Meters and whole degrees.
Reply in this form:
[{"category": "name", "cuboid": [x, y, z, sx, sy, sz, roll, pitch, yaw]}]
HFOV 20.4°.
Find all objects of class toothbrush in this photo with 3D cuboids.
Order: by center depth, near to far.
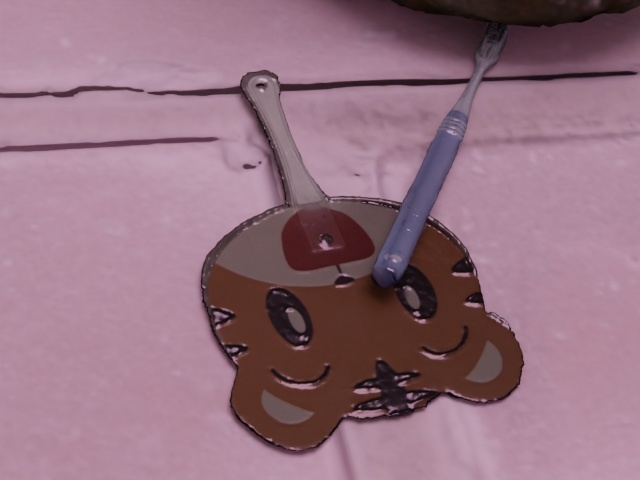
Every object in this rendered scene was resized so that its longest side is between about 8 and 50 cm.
[{"category": "toothbrush", "cuboid": [0.067, -0.053, 0.934, 0.016, 0.019, 0.219, 24, 47, 4]}]

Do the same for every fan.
[{"category": "fan", "cuboid": [0.000, 0.000, 0.891, 0.152, 0.008, 0.226, -11, 56, -20]}]

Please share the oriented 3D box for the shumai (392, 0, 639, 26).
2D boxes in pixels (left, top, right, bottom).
[{"category": "shumai", "cuboid": [0.083, -0.354, 0.967, 0.395, 0.348, 0.395, 0, 50, 0]}]
